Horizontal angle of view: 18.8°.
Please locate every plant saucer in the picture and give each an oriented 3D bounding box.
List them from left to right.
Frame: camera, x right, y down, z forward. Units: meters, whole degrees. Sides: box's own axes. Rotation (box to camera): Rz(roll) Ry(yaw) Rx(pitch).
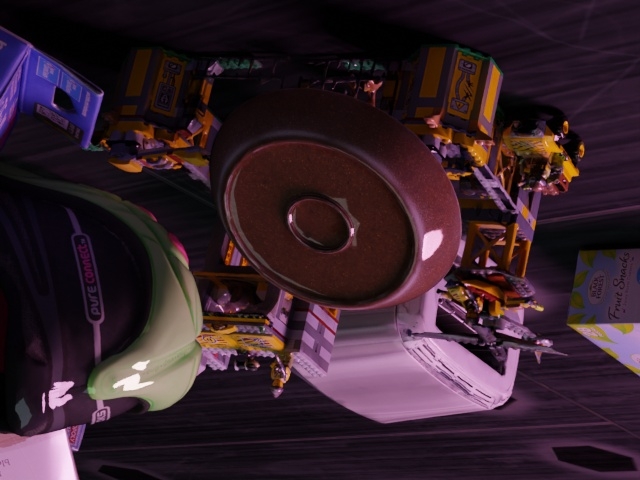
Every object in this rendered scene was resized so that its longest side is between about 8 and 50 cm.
[{"bbox_3d":[0.004,-0.017,1.197,0.168,0.029,0.168,14,133,15],"label":"plant saucer"}]

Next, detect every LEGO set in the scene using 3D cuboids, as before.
[{"bbox_3d":[0.000,0.000,1.314,0.331,0.192,0.255,5,158,19],"label":"LEGO set"}]

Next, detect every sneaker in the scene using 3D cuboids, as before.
[{"bbox_3d":[-0.306,0.017,1.332,0.483,0.185,0.202,11,-157,35],"label":"sneaker"}]

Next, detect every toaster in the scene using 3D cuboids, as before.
[{"bbox_3d":[0.062,0.061,1.545,0.146,0.129,0.227,-7,150,35],"label":"toaster"}]

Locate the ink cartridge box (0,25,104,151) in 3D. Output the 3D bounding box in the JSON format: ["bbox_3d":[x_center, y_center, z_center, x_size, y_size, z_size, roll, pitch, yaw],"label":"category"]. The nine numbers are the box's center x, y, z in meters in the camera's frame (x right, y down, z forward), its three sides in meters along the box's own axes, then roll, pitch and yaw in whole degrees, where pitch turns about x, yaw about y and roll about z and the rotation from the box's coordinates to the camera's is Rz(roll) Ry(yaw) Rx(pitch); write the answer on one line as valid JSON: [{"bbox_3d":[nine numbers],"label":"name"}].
[{"bbox_3d":[-0.287,-0.130,1.205,0.311,0.065,0.186,27,167,-6],"label":"ink cartridge box"}]

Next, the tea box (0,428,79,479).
[{"bbox_3d":[-0.387,0.203,1.692,0.329,0.220,0.323,-15,-154,-12],"label":"tea box"}]

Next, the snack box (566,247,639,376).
[{"bbox_3d":[0.321,0.064,1.474,0.207,0.070,0.174,-2,156,40],"label":"snack box"}]

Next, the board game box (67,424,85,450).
[{"bbox_3d":[-0.381,0.210,2.310,0.194,0.060,0.194,17,160,-8],"label":"board game box"}]
